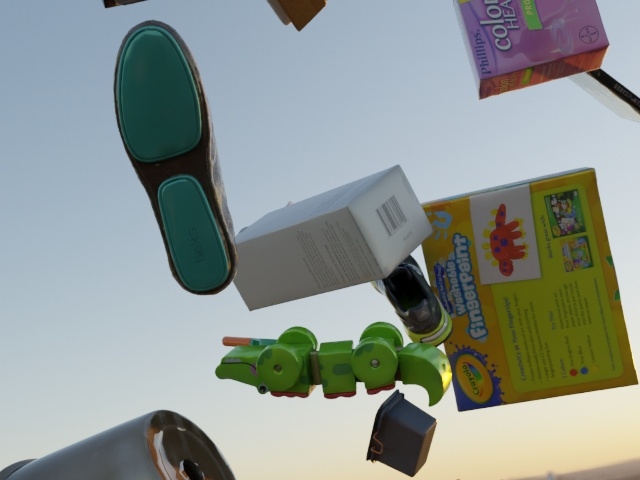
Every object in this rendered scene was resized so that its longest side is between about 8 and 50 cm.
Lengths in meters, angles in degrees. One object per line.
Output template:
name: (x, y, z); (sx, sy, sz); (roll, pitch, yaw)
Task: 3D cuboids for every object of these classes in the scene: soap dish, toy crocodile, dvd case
soap dish: (-0.063, -0.634, 1.685); (0.118, 0.290, 0.229); (-13, -40, 26)
toy crocodile: (0.016, 0.185, 1.133); (0.341, 0.105, 0.115); (-4, 8, 10)
dvd case: (0.648, -0.334, 1.758); (0.239, 0.179, 0.029); (29, -79, -19)

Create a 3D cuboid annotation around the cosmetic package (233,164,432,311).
cosmetic package: (0.000, 0.000, 1.491); (0.366, 0.155, 0.197); (-18, 15, 44)

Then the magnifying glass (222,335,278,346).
magnifying glass: (-0.115, 0.202, 1.540); (0.092, 0.026, 0.231); (11, -12, -43)

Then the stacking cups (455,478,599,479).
stacking cups: (0.267, 0.358, 1.008); (0.317, 0.095, 0.096); (-8, -17, 26)

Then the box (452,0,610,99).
box: (0.397, -0.416, 1.502); (0.243, 0.213, 0.117); (-14, -12, 9)

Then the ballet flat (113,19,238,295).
ballet flat: (-0.165, -0.092, 0.910); (0.108, 0.315, 0.106); (-9, 9, 4)

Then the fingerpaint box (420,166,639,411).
fingerpaint box: (0.424, 0.100, 1.646); (0.371, 0.444, 0.163); (-13, 4, 13)

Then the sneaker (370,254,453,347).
sneaker: (0.162, 0.076, 1.565); (0.111, 0.300, 0.121); (-34, -45, -2)

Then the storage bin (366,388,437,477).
storage bin: (0.143, 0.349, 1.374); (0.091, 0.135, 0.098); (24, 32, 27)

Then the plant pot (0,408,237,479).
plant pot: (-0.266, 0.379, 1.033); (0.280, 0.323, 0.323); (-39, -26, 9)

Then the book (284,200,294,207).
book: (-0.112, -0.023, 1.852); (0.144, 0.035, 0.096); (-49, 10, 15)

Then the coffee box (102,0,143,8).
coffee box: (-0.360, -0.545, 1.342); (0.098, 0.141, 0.246); (-18, -30, -15)
